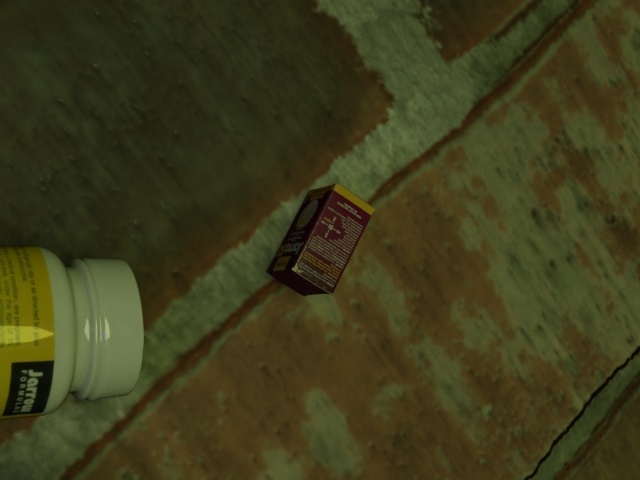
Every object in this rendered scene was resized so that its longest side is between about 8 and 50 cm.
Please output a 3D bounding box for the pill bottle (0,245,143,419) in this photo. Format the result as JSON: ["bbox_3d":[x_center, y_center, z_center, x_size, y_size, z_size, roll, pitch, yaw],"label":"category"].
[{"bbox_3d":[-0.233,0.062,0.684,0.209,0.119,0.119,-1,88,-27],"label":"pill bottle"}]

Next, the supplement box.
[{"bbox_3d":[0.000,0.000,0.845,0.043,0.055,0.083,33,72,-21],"label":"supplement box"}]
